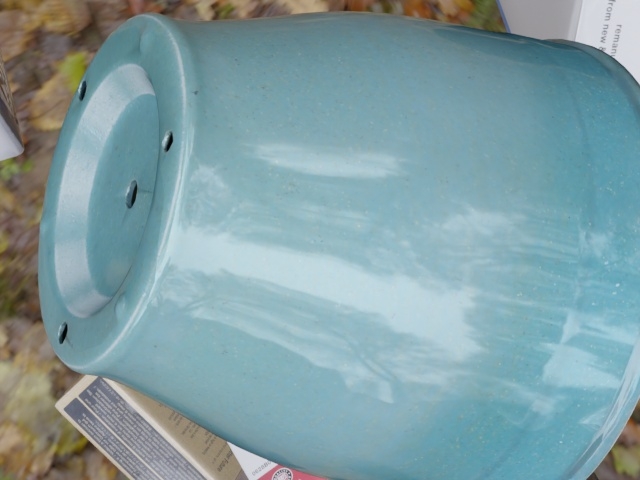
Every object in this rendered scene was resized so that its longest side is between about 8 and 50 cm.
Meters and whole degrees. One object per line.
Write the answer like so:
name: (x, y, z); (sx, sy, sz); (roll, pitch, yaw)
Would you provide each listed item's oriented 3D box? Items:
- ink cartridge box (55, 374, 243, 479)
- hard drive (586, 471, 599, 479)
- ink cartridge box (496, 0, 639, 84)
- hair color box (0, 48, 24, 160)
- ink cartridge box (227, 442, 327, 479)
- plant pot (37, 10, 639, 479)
ink cartridge box: (-0.151, 0.167, 1.876); (0.193, 0.235, 0.088); (46, 119, -5)
hard drive: (0.163, 0.228, 1.046); (0.054, 0.172, 0.255); (-34, 59, 19)
ink cartridge box: (0.350, -0.220, 1.364); (0.395, 0.285, 0.166); (-2, 131, -9)
hair color box: (-0.281, -0.128, 0.857); (0.174, 0.347, 0.105); (-17, 68, 0)
ink cartridge box: (-0.019, 0.116, 1.210); (0.099, 0.056, 0.135); (-36, 67, 7)
plant pot: (0.000, 0.000, 0.909); (0.255, 0.271, 0.272); (11, 102, -28)
